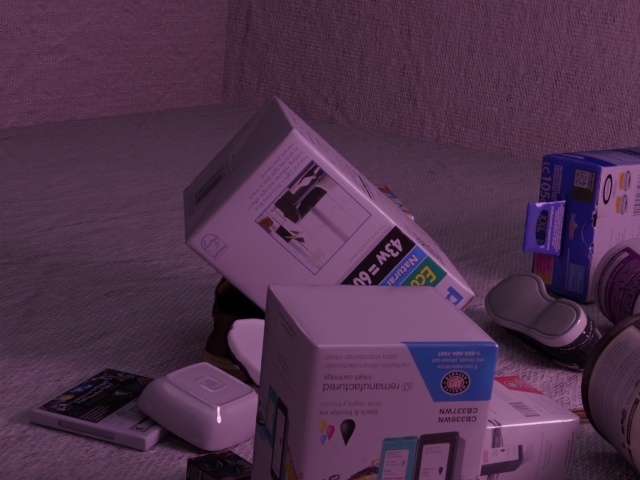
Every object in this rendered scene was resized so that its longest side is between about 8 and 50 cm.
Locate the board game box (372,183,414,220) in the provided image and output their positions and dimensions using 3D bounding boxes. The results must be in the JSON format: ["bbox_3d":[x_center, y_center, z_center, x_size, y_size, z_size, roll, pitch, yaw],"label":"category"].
[{"bbox_3d":[0.082,-0.017,2.541,0.142,0.144,0.275,3,14,-9],"label":"board game box"}]

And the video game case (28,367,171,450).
[{"bbox_3d":[-0.261,0.221,1.713,0.173,0.022,0.190,11,16,20],"label":"video game case"}]

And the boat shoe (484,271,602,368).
[{"bbox_3d":[0.367,0.137,2.142,0.114,0.091,0.302,-40,20,0],"label":"boat shoe"}]

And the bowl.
[{"bbox_3d":[-0.149,0.208,1.678,0.142,0.053,0.142,27,22,27],"label":"bowl"}]

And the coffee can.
[{"bbox_3d":[0.463,0.221,1.587,0.201,0.201,0.275,2,14,-10],"label":"coffee can"}]

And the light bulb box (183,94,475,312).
[{"bbox_3d":[0.000,0.000,1.939,0.361,0.225,0.358,42,6,-14],"label":"light bulb box"}]

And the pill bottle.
[{"bbox_3d":[0.581,0.109,2.158,0.169,0.169,0.301,3,14,-9],"label":"pill bottle"}]

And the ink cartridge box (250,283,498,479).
[{"bbox_3d":[0.047,0.203,1.371,0.198,0.270,0.197,1,16,-17],"label":"ink cartridge box"}]

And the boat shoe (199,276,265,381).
[{"bbox_3d":[-0.110,0.109,2.004,0.123,0.123,0.342,7,14,9],"label":"boat shoe"}]

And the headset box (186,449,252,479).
[{"bbox_3d":[-0.109,0.278,1.510,0.062,0.032,0.083,-6,16,-38],"label":"headset box"}]

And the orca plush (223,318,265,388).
[{"bbox_3d":[-0.001,0.189,1.776,0.287,0.151,0.102,10,-24,-10],"label":"orca plush"}]

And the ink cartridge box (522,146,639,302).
[{"bbox_3d":[0.559,-0.037,2.523,0.395,0.270,0.151,-7,17,-42],"label":"ink cartridge box"}]

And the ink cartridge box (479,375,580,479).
[{"bbox_3d":[0.190,0.243,1.634,0.218,0.092,0.158,1,14,-24],"label":"ink cartridge box"}]

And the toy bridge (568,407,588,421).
[{"bbox_3d":[0.412,0.254,1.803,0.188,0.026,0.063,5,13,1],"label":"toy bridge"}]
